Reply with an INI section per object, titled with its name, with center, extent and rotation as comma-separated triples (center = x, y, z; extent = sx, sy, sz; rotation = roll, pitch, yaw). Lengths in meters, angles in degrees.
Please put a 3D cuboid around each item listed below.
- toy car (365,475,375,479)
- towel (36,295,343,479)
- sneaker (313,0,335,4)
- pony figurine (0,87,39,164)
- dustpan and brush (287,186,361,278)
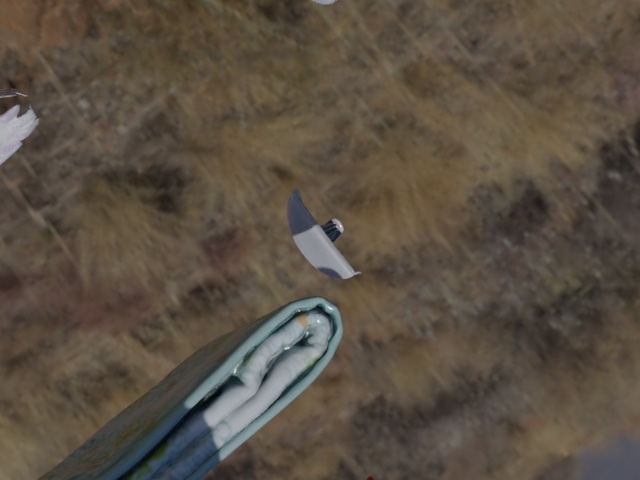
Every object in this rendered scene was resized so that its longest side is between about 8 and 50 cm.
[toy car]
center = -0.010, 0.389, 1.518
extent = 0.225, 0.053, 0.239
rotation = -54, 172, 13
[towel]
center = -0.166, 0.207, 1.537
extent = 0.374, 0.090, 0.320
rotation = -39, -173, -23
[sneaker]
center = -0.010, -0.365, 1.277
extent = 0.153, 0.269, 0.101
rotation = -29, 175, -10
[pony figurine]
center = -0.612, -0.141, 1.985
extent = 0.351, 0.363, 0.303
rotation = -47, 176, -5
[dustpan and brush]
center = 0.000, 0.000, 1.922
extent = 0.060, 0.147, 0.211
rotation = -36, 177, -21
